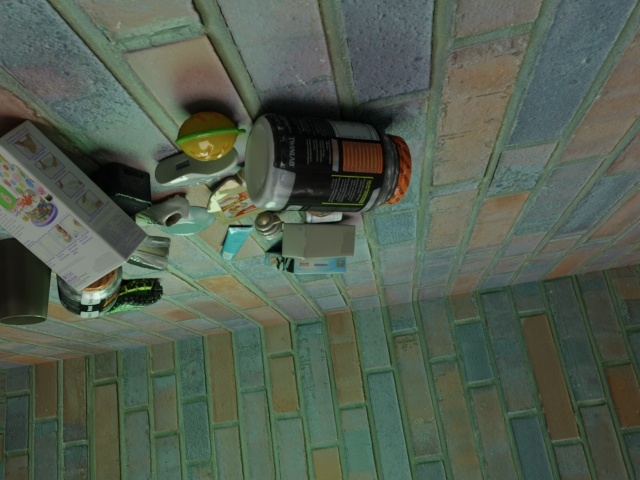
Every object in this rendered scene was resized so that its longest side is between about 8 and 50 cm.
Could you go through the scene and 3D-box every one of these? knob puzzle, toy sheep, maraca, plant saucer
[{"bbox_3d":[-0.222,-0.124,1.571,0.213,0.029,0.213,-15,152,-8],"label":"knob puzzle"},{"bbox_3d":[-0.157,-0.044,1.763,0.091,0.091,0.132,-12,144,9],"label":"toy sheep"},{"bbox_3d":[-0.227,-0.217,1.194,0.127,0.099,0.186,-7,-171,14],"label":"maraca"},{"bbox_3d":[-0.406,-0.049,1.711,0.195,0.037,0.195,-8,161,-3],"label":"plant saucer"}]

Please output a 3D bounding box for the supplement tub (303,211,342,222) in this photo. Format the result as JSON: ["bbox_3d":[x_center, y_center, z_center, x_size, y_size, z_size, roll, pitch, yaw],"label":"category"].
[{"bbox_3d":[0.006,-0.090,1.718,0.107,0.070,0.071,-4,161,-10],"label":"supplement tub"}]

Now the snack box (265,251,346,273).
[{"bbox_3d":[-0.061,0.075,2.030,0.187,0.060,0.322,0,-178,-24],"label":"snack box"}]

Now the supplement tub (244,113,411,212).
[{"bbox_3d":[0.018,-0.166,1.274,0.338,0.207,0.207,1,160,-25],"label":"supplement tub"}]

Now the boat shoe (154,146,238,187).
[{"bbox_3d":[-0.279,-0.174,1.342,0.228,0.079,0.081,-11,172,24],"label":"boat shoe"}]

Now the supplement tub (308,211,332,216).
[{"bbox_3d":[-0.032,-0.134,1.516,0.106,0.105,0.198,-16,160,22],"label":"supplement tub"}]

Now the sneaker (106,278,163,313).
[{"bbox_3d":[-0.799,0.235,2.245,0.344,0.134,0.146,-1,161,-22],"label":"sneaker"}]

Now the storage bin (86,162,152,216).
[{"bbox_3d":[-0.514,-0.110,1.403,0.180,0.084,0.122,-20,159,31],"label":"storage bin"}]

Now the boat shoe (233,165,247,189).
[{"bbox_3d":[-0.136,-0.150,1.485,0.072,0.068,0.190,-48,148,14],"label":"boat shoe"}]

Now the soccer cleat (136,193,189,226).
[{"bbox_3d":[-0.440,-0.067,1.577,0.196,0.076,0.068,-18,160,29],"label":"soccer cleat"}]

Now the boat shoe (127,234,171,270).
[{"bbox_3d":[-0.497,-0.008,1.458,0.118,0.103,0.320,4,163,28],"label":"boat shoe"}]

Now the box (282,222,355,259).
[{"bbox_3d":[0.000,0.000,1.826,0.094,0.113,0.275,5,-178,36],"label":"box"}]

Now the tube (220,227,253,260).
[{"bbox_3d":[-0.289,0.005,1.919,0.080,0.052,0.207,-5,157,-25],"label":"tube"}]

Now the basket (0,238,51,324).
[{"bbox_3d":[-0.898,0.132,1.733,0.154,0.226,0.204,-8,161,-3],"label":"basket"}]

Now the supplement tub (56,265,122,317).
[{"bbox_3d":[-0.742,0.126,1.840,0.194,0.193,0.316,-1,161,-23],"label":"supplement tub"}]

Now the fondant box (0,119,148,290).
[{"bbox_3d":[-0.565,-0.060,1.219,0.238,0.096,0.330,-24,117,40],"label":"fondant box"}]

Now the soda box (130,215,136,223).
[{"bbox_3d":[-0.569,-0.044,1.616,0.061,0.058,0.181,2,159,-28],"label":"soda box"}]
